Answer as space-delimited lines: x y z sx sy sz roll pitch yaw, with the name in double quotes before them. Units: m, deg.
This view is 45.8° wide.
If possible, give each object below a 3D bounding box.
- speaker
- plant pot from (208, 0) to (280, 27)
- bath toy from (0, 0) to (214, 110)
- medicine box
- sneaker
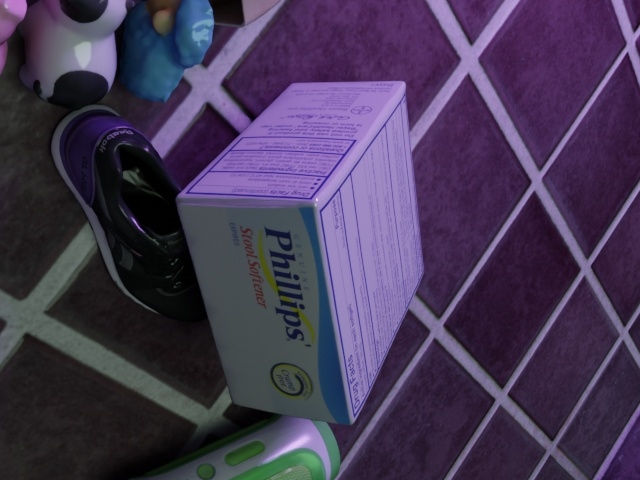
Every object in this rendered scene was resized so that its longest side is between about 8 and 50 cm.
"speaker" -0.121 0.316 0.962 0.296 0.131 0.131 -17 119 -35
"plant pot" -0.086 -0.278 0.745 0.096 0.109 0.109 -33 128 -42
"bath toy" -0.266 -0.175 0.611 0.348 0.129 0.152 -10 115 -38
"medicine box" 0.000 0.000 0.831 0.289 0.149 0.264 -55 143 -50
"sneaker" -0.168 0.001 0.778 0.107 0.124 0.283 -42 131 -19
